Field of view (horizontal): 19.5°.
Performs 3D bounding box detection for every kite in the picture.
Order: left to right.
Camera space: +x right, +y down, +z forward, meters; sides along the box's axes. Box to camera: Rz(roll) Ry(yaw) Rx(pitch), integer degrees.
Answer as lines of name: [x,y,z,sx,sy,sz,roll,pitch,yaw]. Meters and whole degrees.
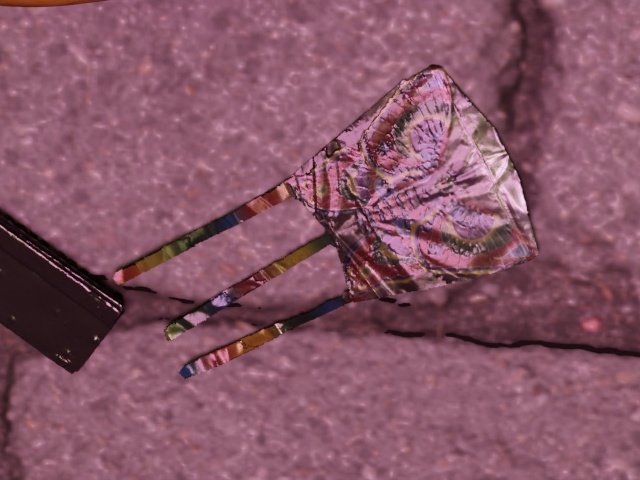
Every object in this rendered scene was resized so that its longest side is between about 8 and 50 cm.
kite: [0.000,0.000,1.289,0.285,0.015,0.152,-26,101,9]

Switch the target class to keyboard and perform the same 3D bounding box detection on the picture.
keyboard: [-0.246,0.002,1.305,0.231,0.023,0.072,36,114,-7]

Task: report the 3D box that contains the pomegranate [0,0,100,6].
pomegranate: [-0.136,-0.324,0.998,0.417,0.416,0.416,1,108,4]
